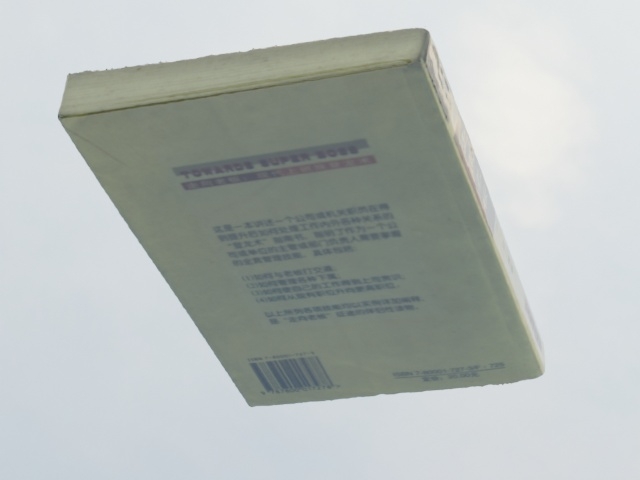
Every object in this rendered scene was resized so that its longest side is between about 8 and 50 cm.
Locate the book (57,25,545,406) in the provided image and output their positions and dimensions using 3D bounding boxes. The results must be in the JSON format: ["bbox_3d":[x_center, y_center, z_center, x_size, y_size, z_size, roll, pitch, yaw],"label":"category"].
[{"bbox_3d":[0.000,0.000,0.705,0.161,0.231,0.026,-6,-129,18],"label":"book"}]
